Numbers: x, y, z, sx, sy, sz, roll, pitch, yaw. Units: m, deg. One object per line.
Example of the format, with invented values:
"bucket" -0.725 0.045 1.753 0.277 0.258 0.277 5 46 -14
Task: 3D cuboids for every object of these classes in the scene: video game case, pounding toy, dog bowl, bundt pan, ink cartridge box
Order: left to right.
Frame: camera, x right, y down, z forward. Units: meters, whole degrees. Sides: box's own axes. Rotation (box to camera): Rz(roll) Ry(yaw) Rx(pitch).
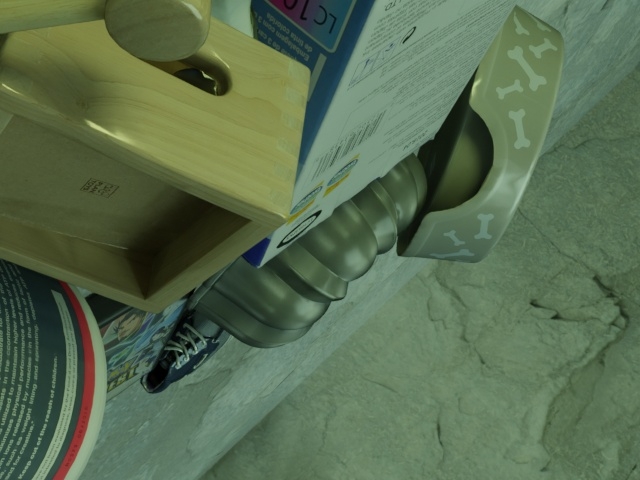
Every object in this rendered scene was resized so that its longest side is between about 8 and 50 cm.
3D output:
"video game case" -0.259 0.135 1.071 0.275 0.035 0.248 -33 162 -44
"pounding toy" -0.093 -0.071 0.387 0.206 0.181 0.094 -33 -139 47
"bundt pan" 0.000 0.000 1.118 0.331 0.124 0.331 -47 -179 1
"ink cartridge box" 0.018 -0.154 0.791 0.270 0.151 0.395 -37 164 -33
"dog bowl" 0.198 -0.130 1.196 0.349 0.102 0.348 -162 -90 -89

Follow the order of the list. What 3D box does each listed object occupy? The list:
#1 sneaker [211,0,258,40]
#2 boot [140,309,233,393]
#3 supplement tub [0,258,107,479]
"sneaker" -0.131 -0.133 0.520 0.182 0.158 0.410 -12 157 -12
"boot" -0.172 0.139 1.274 0.086 0.069 0.190 -35 165 -49
"supplement tub" -0.248 0.062 0.474 0.191 0.191 0.272 -46 157 0
